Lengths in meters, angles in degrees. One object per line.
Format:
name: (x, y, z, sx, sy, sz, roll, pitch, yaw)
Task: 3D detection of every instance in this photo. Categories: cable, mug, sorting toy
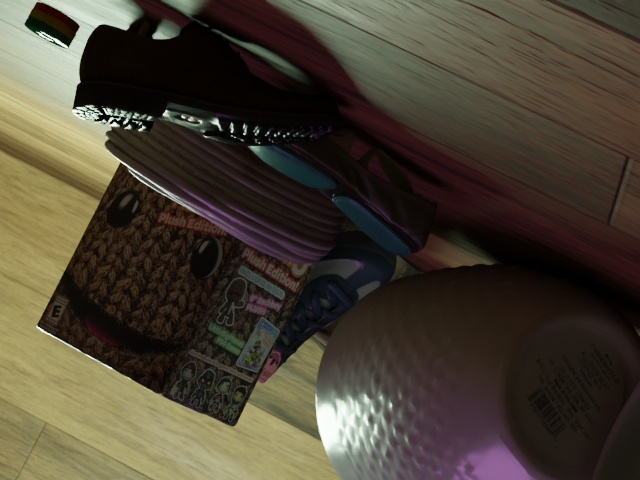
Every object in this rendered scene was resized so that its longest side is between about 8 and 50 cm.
cable: (-0.092, -0.065, 1.779, 0.257, 0.089, 0.257, 31, -176, -3)
mug: (0.197, 0.202, 1.764, 0.374, 0.276, 0.328, 68, 158, -3)
sorting toy: (-0.132, -0.151, 1.587, 0.274, 0.046, 0.132, 29, 174, -10)

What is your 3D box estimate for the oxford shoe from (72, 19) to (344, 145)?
oxford shoe: (-0.082, -0.130, 1.428, 0.227, 0.096, 0.083, 11, 167, -24)

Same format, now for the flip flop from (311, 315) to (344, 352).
flip flop: (-0.002, 0.078, 2.232, 0.277, 0.112, 0.080, 37, 136, -16)

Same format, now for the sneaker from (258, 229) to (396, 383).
sneaker: (-0.041, 0.105, 2.113, 0.112, 0.319, 0.131, 42, -150, -33)

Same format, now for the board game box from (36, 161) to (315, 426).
board game box: (-0.153, 0.031, 2.064, 0.232, 0.291, 0.141, 22, 173, 40)

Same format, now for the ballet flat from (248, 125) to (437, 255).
ballet flat: (0.021, -0.063, 1.561, 0.213, 0.068, 0.072, 36, 161, -30)

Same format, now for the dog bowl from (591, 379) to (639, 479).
dog bowl: (0.331, 0.202, 1.480, 0.104, 0.265, 0.265, 26, 175, -12)

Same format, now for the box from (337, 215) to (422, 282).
box: (0.000, 0.000, 2.255, 0.183, 0.056, 0.231, 21, 172, 37)
